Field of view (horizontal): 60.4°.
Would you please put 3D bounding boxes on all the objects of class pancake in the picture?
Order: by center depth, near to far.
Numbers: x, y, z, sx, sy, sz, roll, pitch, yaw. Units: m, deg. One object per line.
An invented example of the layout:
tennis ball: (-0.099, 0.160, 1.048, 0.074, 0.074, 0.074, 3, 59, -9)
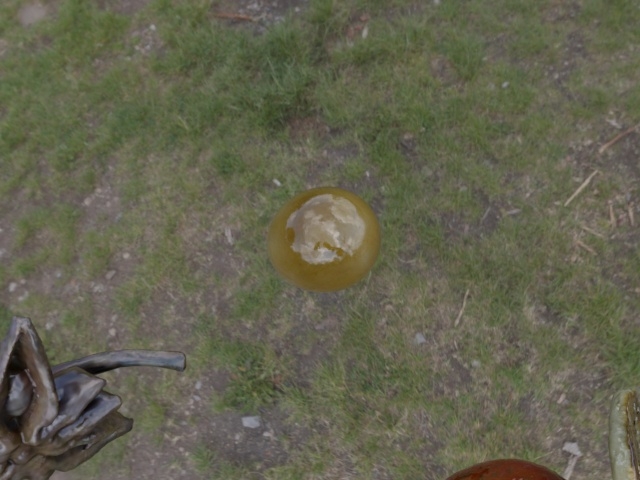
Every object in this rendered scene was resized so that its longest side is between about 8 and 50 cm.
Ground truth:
pancake: (0.586, 0.457, 1.032, 0.065, 0.356, 0.356, -10, 61, 28)

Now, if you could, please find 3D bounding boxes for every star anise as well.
star anise: (-0.340, 0.207, 0.627, 0.349, 0.292, 0.109, -38, 64, -9)

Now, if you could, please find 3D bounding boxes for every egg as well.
egg: (0.000, 0.000, 1.320, 0.322, 0.250, 0.250, -7, 54, 54)

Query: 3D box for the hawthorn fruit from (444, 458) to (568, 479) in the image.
hawthorn fruit: (0.244, 0.368, 0.649, 0.215, 0.249, 0.215, 13, 61, -25)
